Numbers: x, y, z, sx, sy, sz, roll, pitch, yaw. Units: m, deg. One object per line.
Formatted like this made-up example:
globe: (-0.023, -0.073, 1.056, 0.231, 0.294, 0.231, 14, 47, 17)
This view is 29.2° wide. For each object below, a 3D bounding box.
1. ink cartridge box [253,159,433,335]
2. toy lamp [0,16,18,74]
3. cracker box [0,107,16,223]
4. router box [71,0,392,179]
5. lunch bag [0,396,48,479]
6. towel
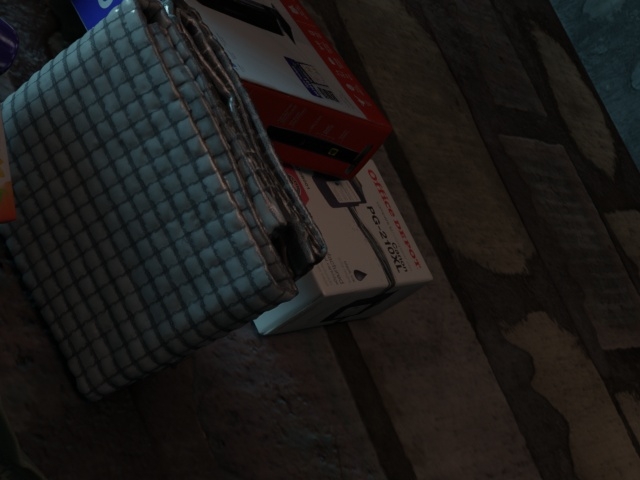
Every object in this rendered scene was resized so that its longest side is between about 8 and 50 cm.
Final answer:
ink cartridge box: (0.000, 0.000, 1.369, 0.237, 0.100, 0.172, -4, 65, -57)
toy lamp: (-0.384, -0.212, 1.042, 0.275, 0.080, 0.080, 24, 43, -40)
cracker box: (-0.329, -0.118, 0.959, 0.156, 0.067, 0.232, -12, 97, -58)
router box: (-0.117, -0.227, 1.331, 0.301, 0.082, 0.335, 12, 36, -46)
lunch bag: (-0.306, 0.152, 0.591, 0.287, 0.235, 0.169, -47, 146, -26)
towel: (-0.147, -0.036, 1.063, 0.283, 0.235, 0.121, 61, 24, 7)
